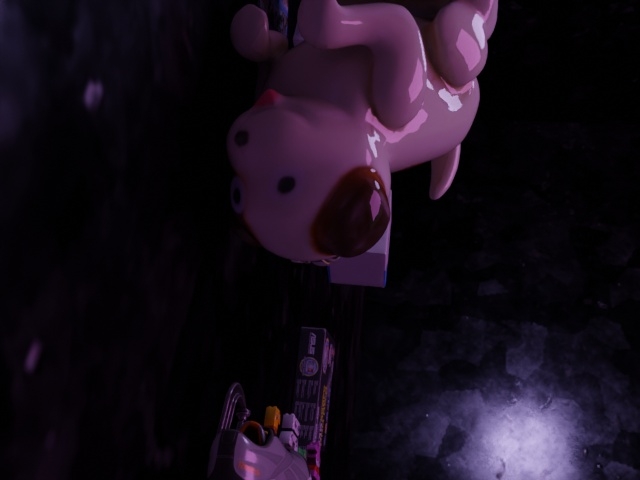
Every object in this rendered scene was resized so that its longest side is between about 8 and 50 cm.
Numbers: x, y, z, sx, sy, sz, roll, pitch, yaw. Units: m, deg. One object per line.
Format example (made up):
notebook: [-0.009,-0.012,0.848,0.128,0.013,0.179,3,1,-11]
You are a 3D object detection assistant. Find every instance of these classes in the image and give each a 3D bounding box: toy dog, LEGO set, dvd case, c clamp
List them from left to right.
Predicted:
c clamp: [-0.126,0.285,0.889,0.137,0.022,0.160,69,27,-58]
dvd case: [-0.075,-0.370,0.926,0.180,0.022,0.253,-33,126,-78]
LEGO set: [-0.062,0.350,1.130,0.227,0.087,0.093,71,20,-53]
toy dog: [0.029,-0.154,0.836,0.408,0.285,0.395,-52,140,-32]

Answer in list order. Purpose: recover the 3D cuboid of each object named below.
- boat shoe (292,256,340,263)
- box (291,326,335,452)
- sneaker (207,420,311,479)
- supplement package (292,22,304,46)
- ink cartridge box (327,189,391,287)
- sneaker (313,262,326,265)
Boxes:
boat shoe: [-0.024,-0.054,1.130,0.305,0.091,0.109,74,28,-56]
box: [-0.016,0.354,1.493,0.216,0.060,0.270,69,26,-71]
sneaker: [-0.074,0.297,0.856,0.271,0.100,0.108,47,43,-71]
supplement package: [0.044,-0.369,1.302,0.262,0.145,0.204,82,15,-56]
ink cartridge box: [0.115,-0.013,1.834,0.171,0.168,0.232,83,14,-53]
sneaker: [0.000,0.000,1.475,0.134,0.051,0.070,75,25,-52]
